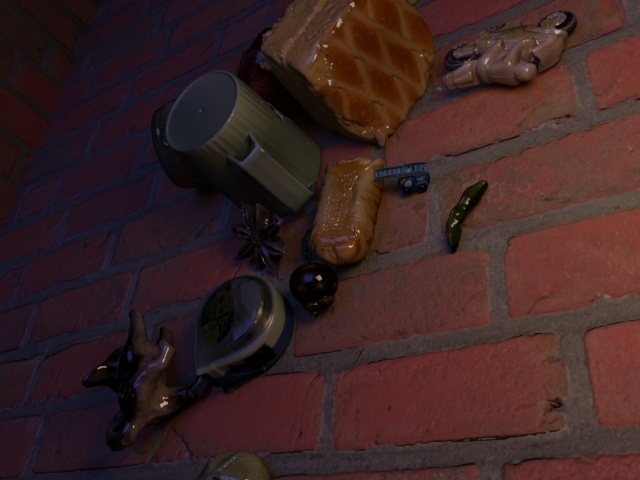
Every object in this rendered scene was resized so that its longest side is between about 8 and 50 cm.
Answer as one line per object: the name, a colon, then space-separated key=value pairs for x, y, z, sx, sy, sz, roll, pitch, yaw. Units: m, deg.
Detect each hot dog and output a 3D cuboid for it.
hot dog: x=-0.169 y=-0.500 z=2.154 sx=0.256 sy=0.150 sz=0.153 roll=7 pitch=75 yaw=41

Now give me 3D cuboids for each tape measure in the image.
tape measure: x=-0.203 y=0.222 z=1.654 sx=0.262 sy=0.138 sz=0.259 roll=-28 pitch=47 yaw=21

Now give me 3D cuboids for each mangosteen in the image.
mangosteen: x=-0.015 y=0.123 z=1.592 sx=0.140 sy=0.140 sz=0.140 roll=-21 pitch=49 yaw=26

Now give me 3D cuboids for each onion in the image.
onion: x=-0.148 y=-0.514 z=1.926 sx=0.246 sy=0.190 sz=0.246 roll=-53 pitch=18 yaw=25

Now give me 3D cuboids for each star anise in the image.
star anise: x=-0.158 y=-0.015 z=1.775 sx=0.262 sy=0.081 sz=0.230 roll=-36 pitch=73 yaw=47

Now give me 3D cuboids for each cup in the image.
cup: x=-0.182 y=-0.261 z=1.815 sx=0.401 sy=0.392 sz=0.310 roll=9 pitch=72 yaw=37

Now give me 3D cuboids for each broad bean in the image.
broad bean: x=0.330 y=-0.068 z=1.481 sx=0.046 sy=0.061 sz=0.195 roll=12 pitch=69 yaw=41

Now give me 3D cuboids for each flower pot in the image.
flower pot: x=-0.387 y=-0.336 z=2.113 sx=0.244 sy=0.307 sz=0.307 roll=-15 pitch=50 yaw=14

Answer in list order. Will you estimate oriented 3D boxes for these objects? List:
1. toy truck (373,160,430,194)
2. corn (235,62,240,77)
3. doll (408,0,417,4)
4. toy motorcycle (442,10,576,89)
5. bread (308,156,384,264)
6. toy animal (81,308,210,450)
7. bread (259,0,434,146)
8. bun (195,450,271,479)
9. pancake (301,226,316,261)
toy truck: x=0.207 y=-0.157 z=1.619 sx=0.136 sy=0.074 sz=0.063 roll=-9 pitch=54 yaw=13
corn: x=-0.160 y=-0.695 z=2.305 sx=0.363 sy=0.120 sz=0.120 roll=-42 pitch=43 yaw=10
doll: x=0.277 y=-0.817 z=2.073 sx=0.106 sy=0.062 sz=0.162 roll=-42 pitch=42 yaw=13
toy motorcycle: x=0.476 y=-0.468 z=1.621 sx=0.340 sy=0.108 sz=0.223 roll=-12 pitch=47 yaw=25
bread: x=0.068 y=-0.071 z=1.650 sx=0.173 sy=0.121 sz=0.311 roll=1 pitch=61 yaw=26
toy animal: x=-0.507 y=0.383 z=1.745 sx=0.303 sy=0.194 sz=0.344 roll=-51 pitch=37 yaw=-11
bread: x=0.085 y=-0.515 z=1.779 sx=0.371 sy=0.390 sz=0.279 roll=-53 pitch=38 yaw=-7
bun: x=-0.209 y=0.557 z=1.428 sx=0.195 sy=0.118 sz=0.195 roll=-24 pitch=48 yaw=29
pancake: x=-0.002 y=-0.005 z=1.736 sx=0.129 sy=0.022 sz=0.116 roll=-26 pitch=47 yaw=24
